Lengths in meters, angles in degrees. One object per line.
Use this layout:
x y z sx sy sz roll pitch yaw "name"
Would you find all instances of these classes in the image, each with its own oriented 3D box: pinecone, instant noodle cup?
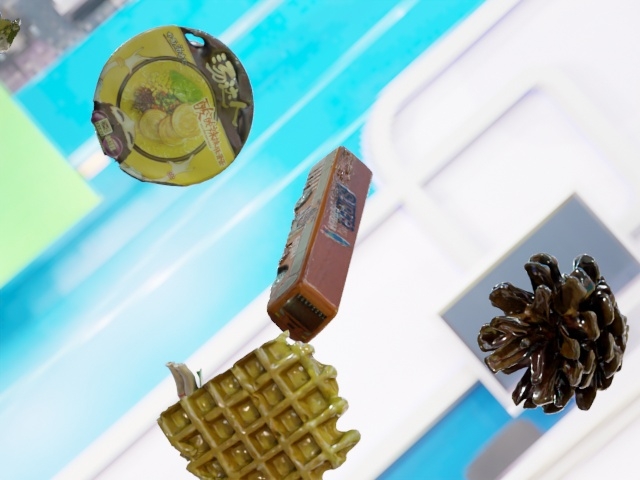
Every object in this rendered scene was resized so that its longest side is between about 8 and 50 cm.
0.309 0.122 2.052 0.201 0.202 0.229 -30 -39 -30 "pinecone"
-0.214 -0.177 2.101 0.215 0.215 0.236 -41 11 -9 "instant noodle cup"

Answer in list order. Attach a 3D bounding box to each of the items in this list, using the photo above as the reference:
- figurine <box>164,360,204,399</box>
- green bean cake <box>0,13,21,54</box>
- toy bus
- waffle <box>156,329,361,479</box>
-0.180 0.261 2.443 0.083 0.187 0.083 -26 22 11 "figurine"
-0.564 -0.333 1.945 0.335 0.319 0.218 -29 -19 29 "green bean cake"
0.000 0.000 2.370 0.092 0.093 0.409 -38 21 31 "toy bus"
-0.056 0.249 1.919 0.229 0.219 0.057 -34 -6 10 "waffle"
